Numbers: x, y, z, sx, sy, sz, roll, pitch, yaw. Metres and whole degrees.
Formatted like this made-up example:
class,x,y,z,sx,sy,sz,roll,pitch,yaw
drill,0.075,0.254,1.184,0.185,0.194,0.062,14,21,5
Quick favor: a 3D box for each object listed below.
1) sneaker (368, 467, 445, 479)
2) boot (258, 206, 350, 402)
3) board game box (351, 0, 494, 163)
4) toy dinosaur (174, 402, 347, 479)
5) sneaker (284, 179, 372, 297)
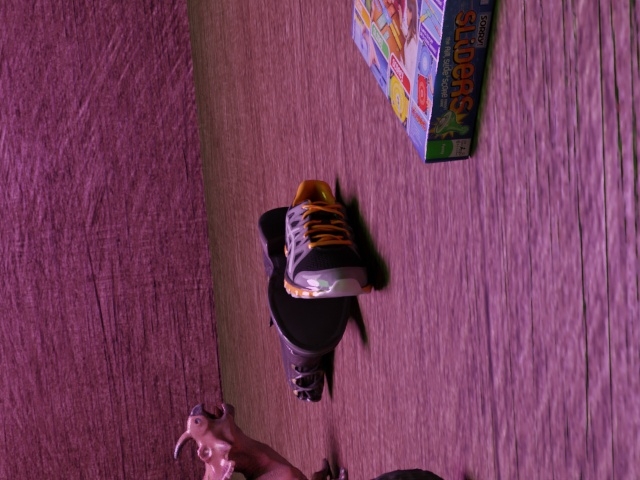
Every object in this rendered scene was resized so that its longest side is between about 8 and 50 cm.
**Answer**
class,x,y,z,sx,sy,sz,roll,pitch,yaw
sneaker,0.078,0.383,0.736,0.182,0.158,0.410,65,-161,-71
boot,-0.016,0.109,1.172,0.263,0.091,0.229,-105,9,-53
board game box,0.067,-0.167,0.713,0.201,0.035,0.136,-111,18,-49
toy dinosaur,-0.065,0.349,1.202,0.127,0.200,0.295,100,160,-53
sneaker,0.000,0.000,1.011,0.215,0.084,0.083,-123,34,-67
